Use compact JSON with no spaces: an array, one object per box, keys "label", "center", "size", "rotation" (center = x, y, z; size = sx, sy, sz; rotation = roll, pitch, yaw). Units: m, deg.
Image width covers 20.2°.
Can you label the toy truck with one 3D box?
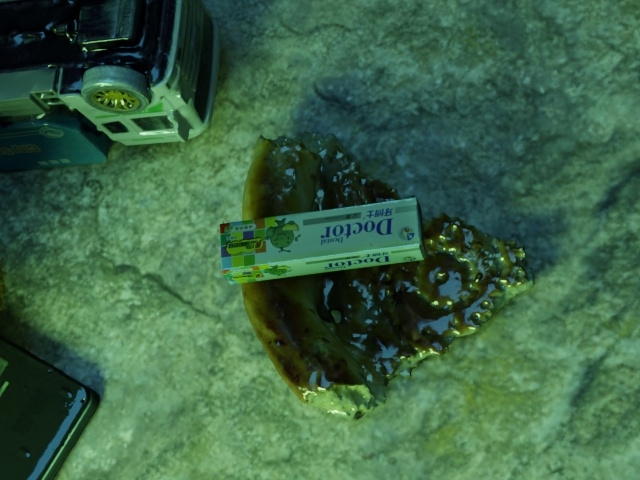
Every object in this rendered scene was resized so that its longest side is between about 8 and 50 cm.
[{"label":"toy truck","center":[-0.265,-0.150,1.570],"size":[0.367,0.175,0.146],"rotation":[-3,69,21]}]

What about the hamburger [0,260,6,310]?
[{"label":"hamburger","center":[-0.395,0.074,1.500],"size":[0.294,0.179,0.276],"rotation":[-6,37,42]}]

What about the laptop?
[{"label":"laptop","center":[-0.296,0.187,1.529],"size":[0.154,0.026,0.207],"rotation":[27,80,29]}]

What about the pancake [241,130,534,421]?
[{"label":"pancake","center":[0.048,0.012,1.444],"size":[0.244,0.057,0.266],"rotation":[-8,65,18]}]

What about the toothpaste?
[{"label":"toothpaste","center":[0.000,0.000,1.424],"size":[0.164,0.034,0.046],"rotation":[-7,65,9]}]
